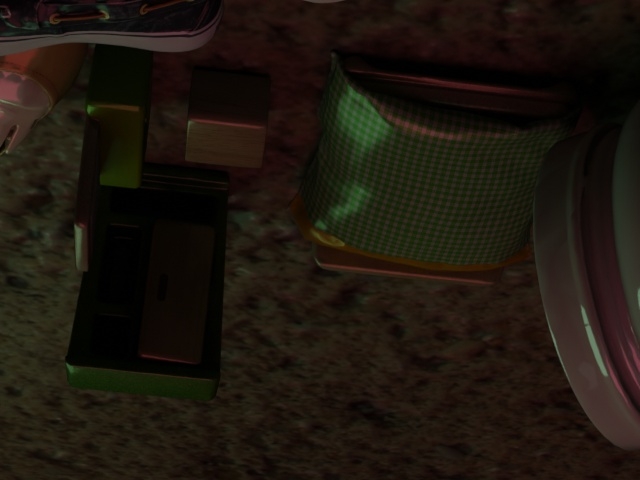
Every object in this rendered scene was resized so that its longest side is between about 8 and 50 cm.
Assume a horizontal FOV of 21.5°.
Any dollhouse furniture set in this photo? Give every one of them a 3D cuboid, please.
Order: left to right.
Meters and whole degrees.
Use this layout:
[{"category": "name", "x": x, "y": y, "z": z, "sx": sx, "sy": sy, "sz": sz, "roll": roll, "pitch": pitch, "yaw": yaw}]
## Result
[{"category": "dollhouse furniture set", "x": 0.000, "y": 0.000, "z": 1.050, "sx": 0.301, "sy": 0.151, "sz": 0.197, "roll": 6, "pitch": 151, "yaw": -4}]

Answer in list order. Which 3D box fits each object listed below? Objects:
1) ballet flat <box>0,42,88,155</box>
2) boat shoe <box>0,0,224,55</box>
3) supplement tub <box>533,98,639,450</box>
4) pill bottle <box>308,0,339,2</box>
[{"category": "ballet flat", "x": -0.208, "y": -0.071, "z": 1.029, "sx": 0.080, "sy": 0.073, "sz": 0.232, "roll": 19, "pitch": 147, "yaw": -26}, {"category": "boat shoe", "x": -0.143, "y": -0.147, "z": 0.903, "sx": 0.183, "sy": 0.065, "sz": 0.083, "roll": -1, "pitch": 150, "yaw": -5}, {"category": "supplement tub", "x": 0.300, "y": -0.003, "z": 0.931, "sx": 0.316, "sy": 0.228, "sz": 0.228, "roll": -15, "pitch": 145, "yaw": 30}, {"category": "pill bottle", "x": -0.025, "y": -0.194, "z": 0.752, "sx": 0.108, "sy": 0.108, "sz": 0.193, "roll": -9, "pitch": 148, "yaw": 21}]
